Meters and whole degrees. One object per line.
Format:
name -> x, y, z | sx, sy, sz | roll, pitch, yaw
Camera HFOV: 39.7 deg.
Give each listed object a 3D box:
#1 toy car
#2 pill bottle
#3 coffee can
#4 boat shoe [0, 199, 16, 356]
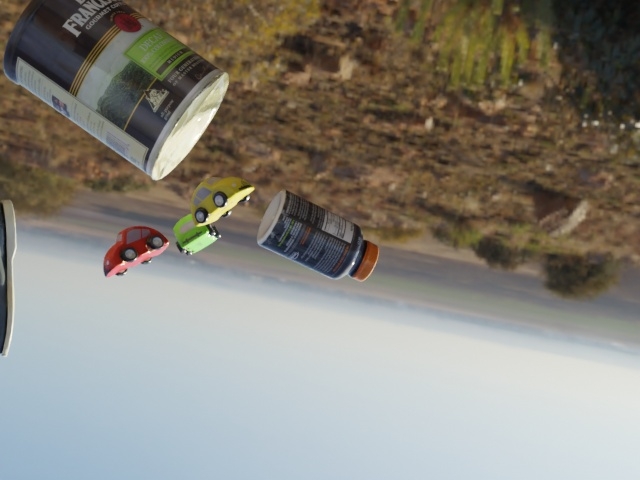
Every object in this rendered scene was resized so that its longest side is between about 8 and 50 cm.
toy car -> -0.201, -0.020, 1.303 | 0.239, 0.053, 0.225 | -31, 173, -1
pill bottle -> 0.000, 0.000, 1.874 | 0.245, 0.130, 0.130 | 26, 171, -16
coffee can -> -0.309, -0.252, 1.361 | 0.275, 0.201, 0.201 | 35, 175, 1
boat shoe -> -0.525, 0.061, 1.401 | 0.079, 0.255, 0.095 | -2, -165, -26
